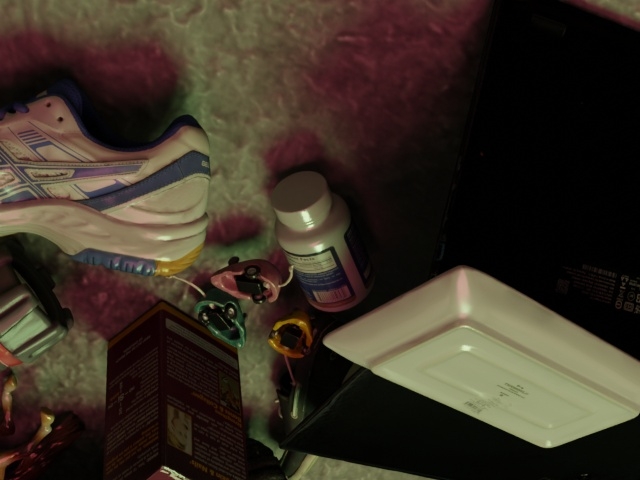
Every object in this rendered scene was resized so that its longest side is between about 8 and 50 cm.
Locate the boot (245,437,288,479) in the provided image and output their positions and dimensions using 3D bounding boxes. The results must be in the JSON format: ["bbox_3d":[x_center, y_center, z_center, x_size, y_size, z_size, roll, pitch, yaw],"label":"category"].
[{"bbox_3d":[-0.198,0.327,1.147,0.260,0.131,0.348,-16,170,-33],"label":"boot"}]

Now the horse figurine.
[{"bbox_3d":[-0.366,0.186,1.032,0.263,0.066,0.174,24,117,-24],"label":"horse figurine"}]

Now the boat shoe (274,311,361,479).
[{"bbox_3d":[-0.006,0.160,1.074,0.079,0.084,0.233,33,137,11],"label":"boat shoe"}]

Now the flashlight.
[{"bbox_3d":[-0.357,0.123,0.898,0.304,0.103,0.103,-35,163,-1],"label":"flashlight"}]

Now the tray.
[{"bbox_3d":[0.144,0.105,0.825,0.270,0.030,0.145,28,138,-35],"label":"tray"}]

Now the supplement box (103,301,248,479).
[{"bbox_3d":[-0.130,0.164,0.963,0.081,0.188,0.104,-37,128,24],"label":"supplement box"}]

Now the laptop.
[{"bbox_3d":[0.219,0.044,0.958,0.381,0.236,0.408,15,87,-22],"label":"laptop"}]

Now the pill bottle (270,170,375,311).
[{"bbox_3d":[0.000,0.000,0.917,0.067,0.067,0.120,-18,133,7],"label":"pill bottle"}]

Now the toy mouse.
[{"bbox_3d":[-0.068,0.051,0.958,0.143,0.031,0.161,23,141,4],"label":"toy mouse"}]

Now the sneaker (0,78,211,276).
[{"bbox_3d":[-0.228,-0.065,0.815,0.296,0.112,0.131,10,102,-9],"label":"sneaker"}]
